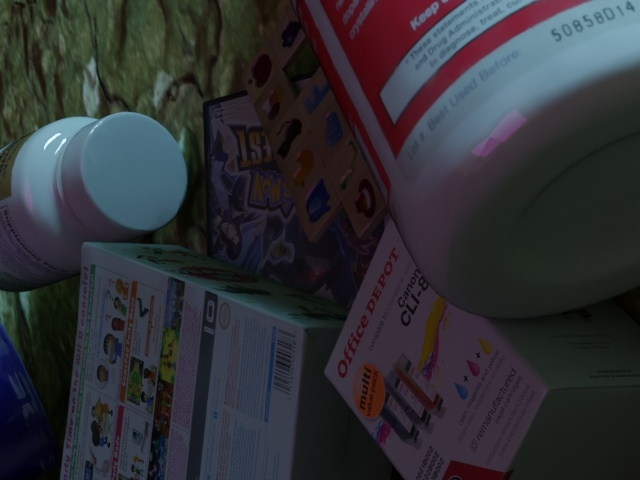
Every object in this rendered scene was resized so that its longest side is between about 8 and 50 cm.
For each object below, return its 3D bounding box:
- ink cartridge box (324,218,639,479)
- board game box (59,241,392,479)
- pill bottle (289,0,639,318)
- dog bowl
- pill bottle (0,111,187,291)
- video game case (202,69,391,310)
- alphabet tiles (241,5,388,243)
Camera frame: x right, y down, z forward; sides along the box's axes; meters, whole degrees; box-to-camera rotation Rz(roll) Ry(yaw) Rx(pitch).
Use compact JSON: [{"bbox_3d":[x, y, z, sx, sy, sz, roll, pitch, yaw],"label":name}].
[{"bbox_3d":[0.110,0.084,1.091,0.176,0.127,0.128,50,127,43],"label":"ink cartridge box"},{"bbox_3d":[-0.075,0.136,1.309,0.303,0.097,0.224,18,104,51],"label":"board game box"},{"bbox_3d":[0.089,-0.177,1.046,0.229,0.229,0.408,-52,50,39],"label":"pill bottle"},{"bbox_3d":[-0.347,0.118,1.624,0.265,0.104,0.265,51,159,29],"label":"dog bowl"},{"bbox_3d":[-0.218,-0.036,1.533,0.229,0.131,0.131,-17,75,52],"label":"pill bottle"},{"bbox_3d":[0.000,0.000,1.320,0.275,0.035,0.248,-8,82,53],"label":"video game case"},{"bbox_3d":[0.028,-0.118,1.249,0.198,0.009,0.237,-52,39,26],"label":"alphabet tiles"}]
